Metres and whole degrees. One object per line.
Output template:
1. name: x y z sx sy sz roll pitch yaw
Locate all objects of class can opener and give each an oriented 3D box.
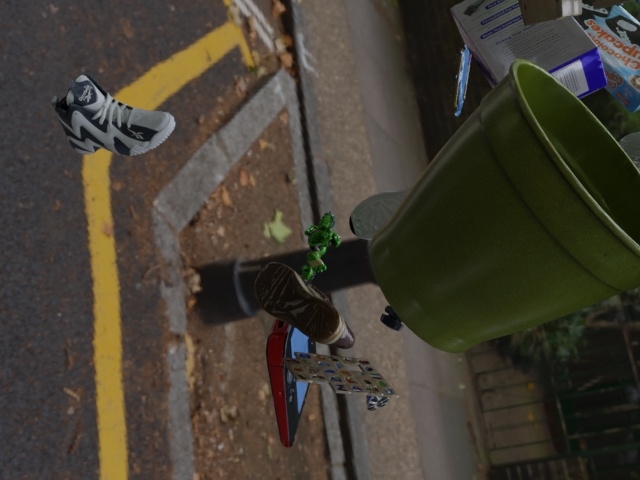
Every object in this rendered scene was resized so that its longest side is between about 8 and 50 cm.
1. can opener: 0.273 0.250 2.401 0.059 0.186 0.073 -77 -168 -80

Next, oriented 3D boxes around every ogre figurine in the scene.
1. ogre figurine: 0.000 0.000 2.131 0.118 0.097 0.197 -65 155 -58

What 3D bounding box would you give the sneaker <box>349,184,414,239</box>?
1. sneaker: 0.267 -0.072 2.147 0.236 0.323 0.130 12 61 -55

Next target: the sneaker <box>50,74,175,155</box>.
1. sneaker: -0.400 -0.242 1.492 0.153 0.235 0.094 61 40 -48

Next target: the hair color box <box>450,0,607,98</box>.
1. hair color box: 0.406 -0.391 1.591 0.110 0.185 0.338 54 15 -44

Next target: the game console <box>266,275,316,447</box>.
1. game console: -0.065 0.313 2.173 0.386 0.060 0.341 -69 155 -59

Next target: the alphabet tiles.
1. alphabet tiles: 0.038 0.308 1.842 0.198 0.237 0.009 -136 -123 -65

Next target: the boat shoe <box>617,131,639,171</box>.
1. boat shoe: 0.660 -0.122 1.697 0.500 0.187 0.155 -25 111 -48

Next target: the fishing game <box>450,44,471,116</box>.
1. fishing game: 0.342 -0.397 1.972 0.264 0.041 0.189 -50 146 -66

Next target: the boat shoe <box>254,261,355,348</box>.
1. boat shoe: -0.037 0.166 1.955 0.123 0.342 0.123 38 85 -44

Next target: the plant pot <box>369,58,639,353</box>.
1. plant pot: 0.274 -0.015 1.196 0.367 0.353 0.366 33 35 -27

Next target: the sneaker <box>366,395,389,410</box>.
1. sneaker: 0.149 0.444 2.274 0.170 0.068 0.071 89 -24 -72

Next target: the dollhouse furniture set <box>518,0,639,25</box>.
1. dollhouse furniture set: 0.516 -0.497 1.326 0.303 0.287 0.198 -23 105 -47

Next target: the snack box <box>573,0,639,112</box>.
1. snack box: 0.674 -0.447 1.834 0.322 0.187 0.060 52 -28 21
